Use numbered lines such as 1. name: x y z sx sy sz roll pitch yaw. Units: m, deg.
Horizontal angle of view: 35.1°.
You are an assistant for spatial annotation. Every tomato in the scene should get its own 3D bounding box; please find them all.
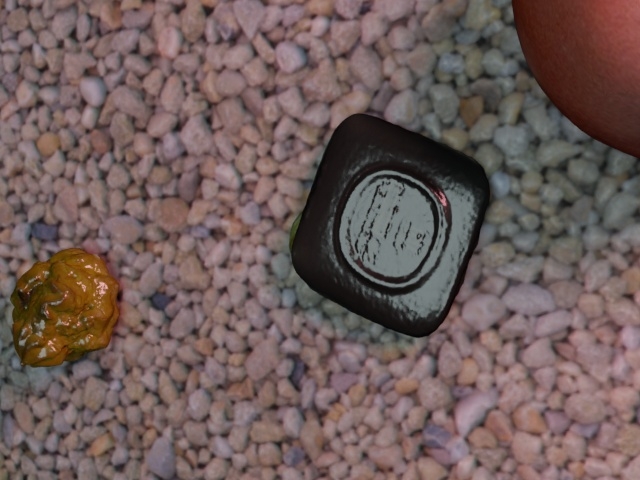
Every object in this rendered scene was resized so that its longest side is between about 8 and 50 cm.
1. tomato: 0.323 -0.213 0.875 0.321 0.321 0.321 2 95 20

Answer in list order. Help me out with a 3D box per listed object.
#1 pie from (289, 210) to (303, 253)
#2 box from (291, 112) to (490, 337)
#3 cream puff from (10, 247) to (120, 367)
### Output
1. pie: 0.000 0.000 1.170 0.085 0.017 0.085 1 94 20
2. box: 0.074 -0.017 1.118 0.201 0.042 0.212 23 96 12
3. cream puff: -0.326 0.085 1.249 0.146 0.116 0.146 3 98 23
